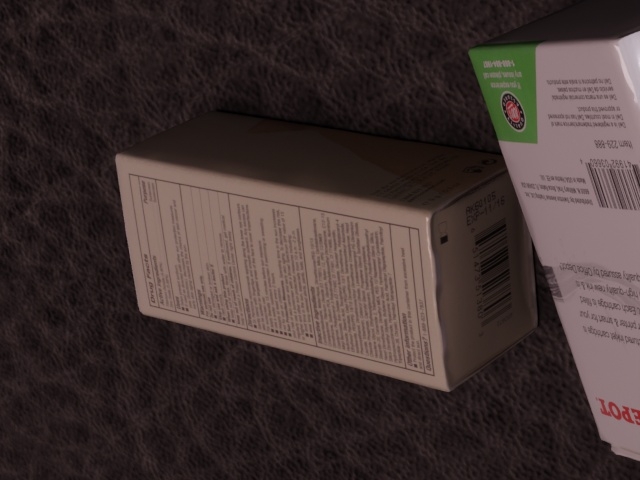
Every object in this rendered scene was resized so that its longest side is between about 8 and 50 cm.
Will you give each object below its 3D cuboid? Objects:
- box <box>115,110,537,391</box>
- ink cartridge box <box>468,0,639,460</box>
[{"bbox_3d":[0.000,0.000,1.478,0.311,0.121,0.148,13,120,38],"label":"box"},{"bbox_3d":[0.226,-0.008,1.216,0.211,0.121,0.289,12,124,69],"label":"ink cartridge box"}]
